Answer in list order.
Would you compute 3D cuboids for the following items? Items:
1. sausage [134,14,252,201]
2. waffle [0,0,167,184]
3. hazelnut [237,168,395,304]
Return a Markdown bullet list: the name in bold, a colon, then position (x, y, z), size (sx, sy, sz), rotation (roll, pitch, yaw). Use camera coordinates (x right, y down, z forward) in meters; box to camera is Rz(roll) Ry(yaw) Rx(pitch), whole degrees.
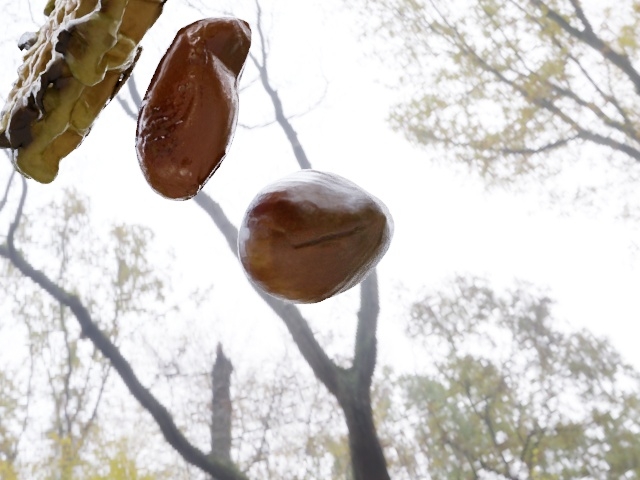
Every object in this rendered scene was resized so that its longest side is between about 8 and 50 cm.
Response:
- **sausage**: position (-0.117, -0.124, 0.878), size (0.089, 0.089, 0.179), rotation (25, -103, -30)
- **waffle**: position (-0.248, -0.268, 1.063), size (0.095, 0.382, 0.380), rotation (22, -51, -26)
- **hazelnut**: position (0.000, 0.000, 0.981), size (0.150, 0.150, 0.150), rotation (-8, -54, -11)
